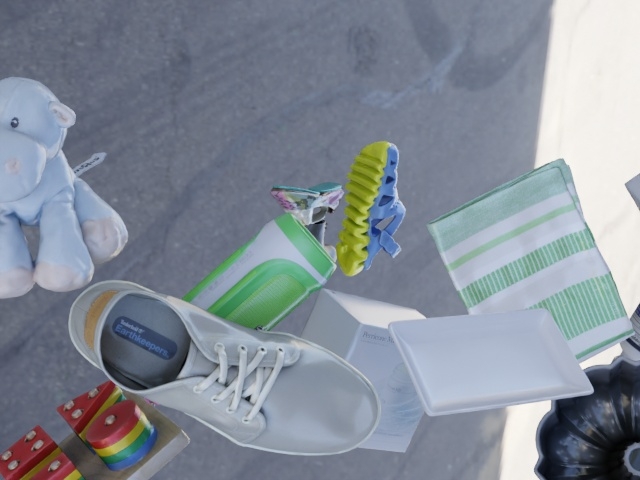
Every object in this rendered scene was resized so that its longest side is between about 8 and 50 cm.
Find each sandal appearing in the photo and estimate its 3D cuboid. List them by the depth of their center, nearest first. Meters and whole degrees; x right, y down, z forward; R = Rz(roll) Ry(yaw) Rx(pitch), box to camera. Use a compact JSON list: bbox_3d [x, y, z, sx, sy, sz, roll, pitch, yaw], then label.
[{"bbox_3d":[0.128,-0.073,2.188,0.138,0.126,0.317,-2,120,-24],"label":"sandal"}]

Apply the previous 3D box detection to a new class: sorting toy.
[{"bbox_3d":[-0.365,0.323,1.506,0.255,0.257,0.089,-39,114,-19],"label":"sorting toy"}]

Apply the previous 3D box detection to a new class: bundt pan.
[{"bbox_3d":[0.508,0.360,1.574,0.124,0.331,0.331,60,46,-65],"label":"bundt pan"}]

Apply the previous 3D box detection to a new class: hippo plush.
[{"bbox_3d":[-0.358,-0.086,1.269,0.236,0.234,0.294,109,8,-54],"label":"hippo plush"}]

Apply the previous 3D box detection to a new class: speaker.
[{"bbox_3d":[-0.121,0.095,1.433,0.296,0.131,0.131,-41,150,3],"label":"speaker"}]

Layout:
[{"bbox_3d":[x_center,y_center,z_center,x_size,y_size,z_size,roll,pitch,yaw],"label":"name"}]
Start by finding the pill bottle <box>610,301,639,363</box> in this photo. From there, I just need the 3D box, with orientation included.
[{"bbox_3d":[0.687,0.180,1.942,0.153,0.153,0.264,-11,130,-62],"label":"pill bottle"}]

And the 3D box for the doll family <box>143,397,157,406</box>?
[{"bbox_3d":[-0.249,0.264,2.001,0.263,0.118,0.163,-45,-170,17],"label":"doll family"}]

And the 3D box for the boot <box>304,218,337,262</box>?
[{"bbox_3d":[0.000,0.000,2.285,0.198,0.077,0.137,-15,135,-60],"label":"boot"}]

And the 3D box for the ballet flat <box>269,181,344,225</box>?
[{"bbox_3d":[-0.023,-0.069,1.887,0.221,0.077,0.079,-9,108,-60],"label":"ballet flat"}]

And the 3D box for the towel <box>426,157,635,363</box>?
[{"bbox_3d":[0.345,0.062,1.573,0.325,0.248,0.038,64,-5,-13],"label":"towel"}]

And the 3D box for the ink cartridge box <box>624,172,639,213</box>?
[{"bbox_3d":[0.654,-0.035,1.791,0.082,0.190,0.139,-38,132,8],"label":"ink cartridge box"}]

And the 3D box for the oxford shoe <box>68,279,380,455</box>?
[{"bbox_3d":[-0.120,0.180,1.309,0.169,0.449,0.130,-67,-165,-7],"label":"oxford shoe"}]

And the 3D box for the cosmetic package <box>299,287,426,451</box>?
[{"bbox_3d":[0.075,0.224,1.674,0.224,0.138,0.224,14,103,-37],"label":"cosmetic package"}]

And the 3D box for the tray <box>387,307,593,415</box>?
[{"bbox_3d":[0.223,0.163,1.307,0.270,0.145,0.030,-2,141,-28],"label":"tray"}]
